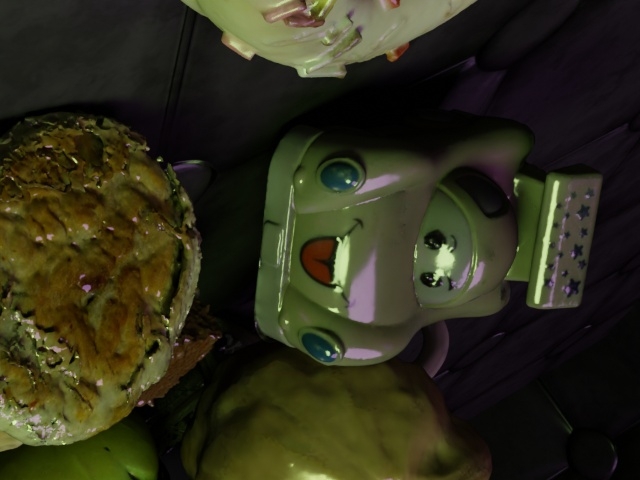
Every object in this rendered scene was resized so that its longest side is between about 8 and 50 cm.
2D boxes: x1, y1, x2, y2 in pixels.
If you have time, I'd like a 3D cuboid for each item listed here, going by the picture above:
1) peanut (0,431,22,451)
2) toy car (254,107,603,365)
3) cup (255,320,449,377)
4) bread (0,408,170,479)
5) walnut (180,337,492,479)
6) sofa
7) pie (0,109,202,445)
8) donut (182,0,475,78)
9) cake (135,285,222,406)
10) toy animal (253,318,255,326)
[{"bbox_3d":[-0.296,0.099,1.302,0.140,0.153,0.325,-63,-176,-37],"label":"peanut"},{"bbox_3d":[0.113,-0.002,1.534,0.336,0.226,0.242,-15,119,-48],"label":"toy car"},{"bbox_3d":[0.048,0.178,2.070,0.255,0.202,0.173,-22,158,-38],"label":"cup"},{"bbox_3d":[-0.352,0.311,1.644,0.377,0.208,0.251,-31,-174,-4],"label":"bread"},{"bbox_3d":[0.001,0.268,1.633,0.384,0.383,0.383,-32,163,-11],"label":"walnut"},{"bbox_3d":[-0.170,0.216,1.909,0.258,0.182,0.200,-39,145,14],"label":"sofa"},{"bbox_3d":[-0.198,0.030,1.169,0.055,0.274,0.274,2,-168,42],"label":"pie"},{"bbox_3d":[0.064,-0.264,1.011,0.383,0.142,0.382,-33,164,-11],"label":"donut"},{"bbox_3d":[-0.200,0.078,1.425,0.134,0.147,0.135,-47,159,30],"label":"cake"},{"bbox_3d":[-0.056,0.074,1.848,0.081,0.060,0.083,-33,172,-9],"label":"toy animal"}]
